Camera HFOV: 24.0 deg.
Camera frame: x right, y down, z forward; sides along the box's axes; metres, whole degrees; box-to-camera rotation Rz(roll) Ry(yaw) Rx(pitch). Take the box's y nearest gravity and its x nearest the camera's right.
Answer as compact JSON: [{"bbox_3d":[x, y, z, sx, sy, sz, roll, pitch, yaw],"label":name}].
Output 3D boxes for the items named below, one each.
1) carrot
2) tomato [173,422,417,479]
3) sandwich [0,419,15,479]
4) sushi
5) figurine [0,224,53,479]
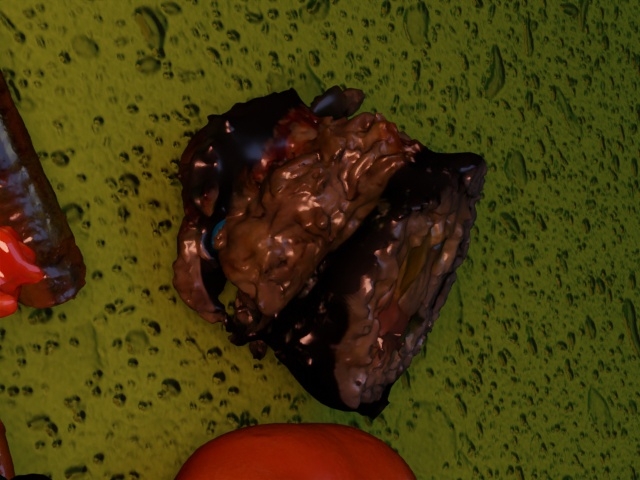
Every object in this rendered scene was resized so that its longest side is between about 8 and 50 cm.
[{"bbox_3d":[-0.228,-0.075,1.003,0.070,0.070,0.260,-39,112,-47],"label":"carrot"},{"bbox_3d":[-0.020,0.255,1.078,0.260,0.180,0.259,12,75,-49],"label":"tomato"},{"bbox_3d":[-0.214,0.212,0.912,0.144,0.117,0.187,42,50,-39],"label":"sandwich"},{"bbox_3d":[-0.005,-0.002,1.163,0.225,0.219,0.238,-66,170,10],"label":"sushi"},{"bbox_3d":[-0.258,0.122,0.721,0.306,0.241,0.411,-17,71,-21],"label":"figurine"}]
